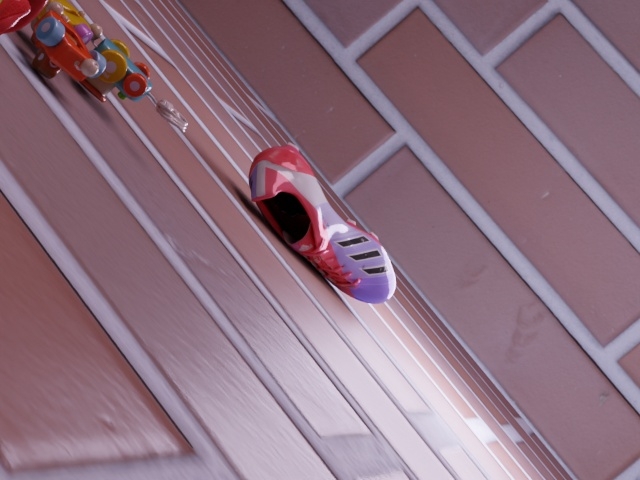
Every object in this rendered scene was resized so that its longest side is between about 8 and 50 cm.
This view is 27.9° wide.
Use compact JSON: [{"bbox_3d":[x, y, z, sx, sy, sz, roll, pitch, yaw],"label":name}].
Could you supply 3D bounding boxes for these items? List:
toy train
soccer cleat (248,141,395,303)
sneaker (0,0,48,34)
[{"bbox_3d":[-0.174,-0.128,0.966,0.125,0.046,0.166,54,10,33],"label":"toy train"},{"bbox_3d":[0.000,0.000,1.438,0.248,0.083,0.095,52,32,-30],"label":"soccer cleat"},{"bbox_3d":[-0.198,-0.159,0.664,0.118,0.107,0.279,59,7,-1],"label":"sneaker"}]
